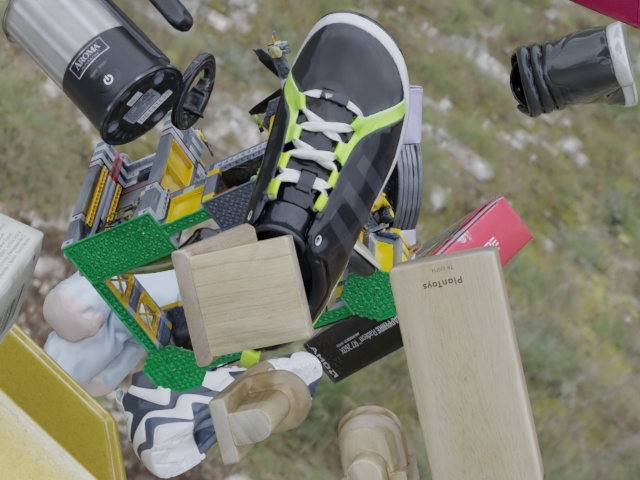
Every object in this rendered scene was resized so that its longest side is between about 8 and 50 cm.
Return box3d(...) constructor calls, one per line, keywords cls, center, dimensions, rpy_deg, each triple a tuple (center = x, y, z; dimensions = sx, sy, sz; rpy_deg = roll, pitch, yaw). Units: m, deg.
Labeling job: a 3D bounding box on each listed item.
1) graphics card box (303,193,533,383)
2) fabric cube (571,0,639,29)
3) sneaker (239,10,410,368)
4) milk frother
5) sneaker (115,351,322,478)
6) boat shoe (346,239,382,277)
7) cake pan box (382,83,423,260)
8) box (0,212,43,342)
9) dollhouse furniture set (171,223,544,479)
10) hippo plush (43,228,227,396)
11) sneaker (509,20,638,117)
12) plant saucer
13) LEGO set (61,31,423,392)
box3d(cls="graphics card box", center=(0.143, 0.081, 2.147), dimensions=(0.094, 0.371, 0.233), rpy_deg=(50, 57, -3))
box3d(cls="fabric cube", center=(0.231, -0.371, 1.138), dimensions=(0.258, 0.259, 0.254), rpy_deg=(28, 55, 30))
box3d(cls="sneaker", center=(-0.002, -0.026, 0.876), dimensions=(0.084, 0.235, 0.097), rpy_deg=(16, 16, 4))
box3d(cls="milk frother", center=(-0.167, -0.154, 1.160), dimensions=(0.129, 0.143, 0.135), rpy_deg=(-40, 72, -11))
box3d(cls="sneaker", center=(-0.127, 0.161, 1.589), dimensions=(0.235, 0.094, 0.153), rpy_deg=(-30, 47, -18))
box3d(cls="boat shoe", center=(-0.001, -0.001, 1.109), dimensions=(0.133, 0.042, 0.049), rpy_deg=(33, 8, -44))
box3d(cls="cake pan box", center=(0.039, -0.088, 1.756), dimensions=(0.070, 0.246, 0.267), rpy_deg=(-6, 13, -25))
box3d(cls="box", center=(-0.347, -0.002, 0.980), dimensions=(0.275, 0.094, 0.113), rpy_deg=(25, 32, -1))
box3d(cls="dollhouse furniture set", center=(0.028, 0.054, 0.711), dimensions=(0.123, 0.151, 0.144), rpy_deg=(-30, 108, -77))
box3d(cls="hippo plush", center=(-0.194, 0.110, 1.805), dimensions=(0.236, 0.234, 0.294), rpy_deg=(22, 51, 16))
box3d(cls="sneaker", center=(0.311, -0.207, 1.709), dimensions=(0.296, 0.146, 0.105), rpy_deg=(-8, 86, -75))
box3d(cls="plant saucer", center=(-0.294, 0.161, 1.315), dimensions=(0.333, 0.081, 0.333), rpy_deg=(47, 1, -19))
box3d(cls="LEGO set", center=(-0.072, -0.025, 1.303), dimensions=(0.255, 0.331, 0.192), rpy_deg=(46, 30, -28))
